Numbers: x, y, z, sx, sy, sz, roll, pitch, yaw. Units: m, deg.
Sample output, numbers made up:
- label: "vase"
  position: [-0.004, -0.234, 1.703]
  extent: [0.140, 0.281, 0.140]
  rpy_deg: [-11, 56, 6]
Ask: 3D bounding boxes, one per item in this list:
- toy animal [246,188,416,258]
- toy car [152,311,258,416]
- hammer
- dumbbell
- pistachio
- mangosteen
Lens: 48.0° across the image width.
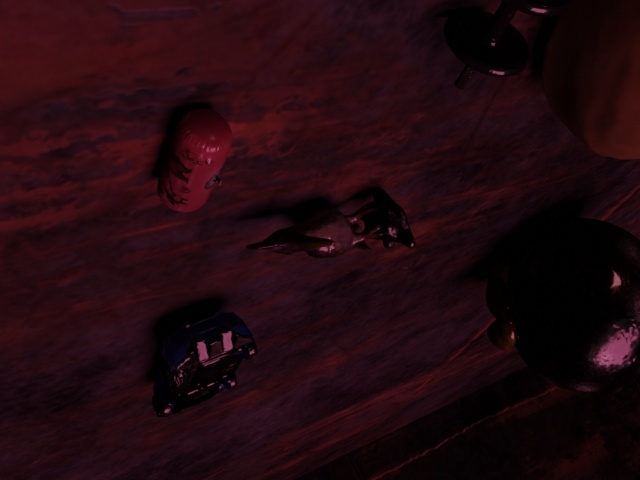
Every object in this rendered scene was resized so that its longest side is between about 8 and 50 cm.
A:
- label: "toy animal"
  position: [0.010, -0.004, 0.698]
  extent: [0.105, 0.070, 0.202]
  rpy_deg: [-25, 170, 41]
- label: "toy car"
  position: [-0.140, 0.140, 0.811]
  extent: [0.103, 0.063, 0.216]
  rpy_deg: [-19, 160, -26]
- label: "hammer"
  position: [-0.088, -0.054, 0.501]
  extent: [0.043, 0.043, 0.083]
  rpy_deg: [-13, 152, -36]
- label: "dumbbell"
  position: [0.133, -0.163, 0.515]
  extent: [0.069, 0.069, 0.147]
  rpy_deg: [-18, 154, -29]
- label: "pistachio"
  position: [0.290, -0.171, 0.585]
  extent: [0.293, 0.181, 0.162]
  rpy_deg: [103, 12, -64]
- label: "mangosteen"
  position: [0.406, 0.103, 1.155]
  extent: [0.288, 0.288, 0.288]
  rpy_deg: [-26, 157, -12]
